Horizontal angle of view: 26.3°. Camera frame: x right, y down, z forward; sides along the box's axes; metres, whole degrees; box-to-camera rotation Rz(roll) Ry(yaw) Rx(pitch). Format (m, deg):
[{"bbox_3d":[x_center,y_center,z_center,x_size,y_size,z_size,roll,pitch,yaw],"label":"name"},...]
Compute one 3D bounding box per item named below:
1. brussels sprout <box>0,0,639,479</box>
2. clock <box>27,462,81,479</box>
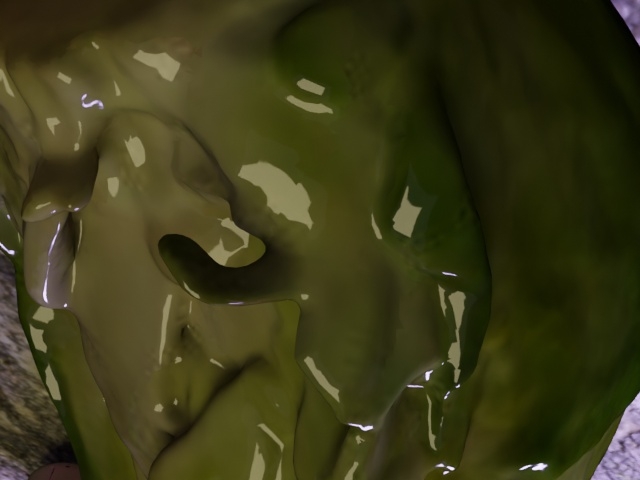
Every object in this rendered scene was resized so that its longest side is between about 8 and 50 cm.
[{"bbox_3d":[0.000,0.000,0.589,0.276,0.315,0.371,14,143,32],"label":"brussels sprout"},{"bbox_3d":[-0.076,0.257,1.101,0.284,0.114,0.309,41,136,-25],"label":"clock"}]
